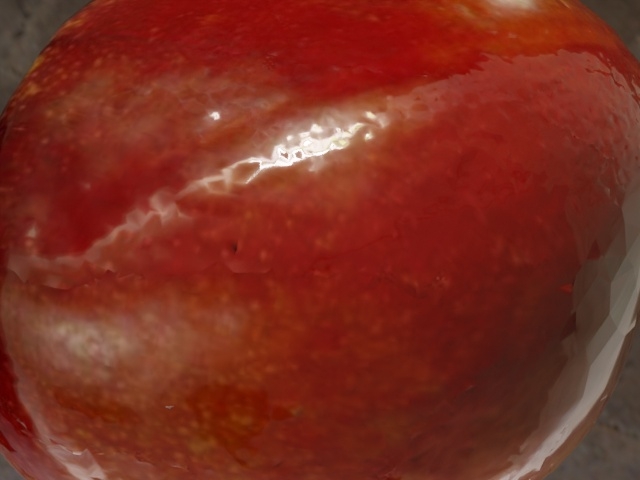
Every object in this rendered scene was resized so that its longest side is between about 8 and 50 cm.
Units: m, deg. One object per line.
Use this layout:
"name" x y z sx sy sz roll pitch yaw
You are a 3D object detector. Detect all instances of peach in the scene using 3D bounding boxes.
"peach" 0.000 0.000 0.715 0.274 0.245 0.249 -23 95 -45
